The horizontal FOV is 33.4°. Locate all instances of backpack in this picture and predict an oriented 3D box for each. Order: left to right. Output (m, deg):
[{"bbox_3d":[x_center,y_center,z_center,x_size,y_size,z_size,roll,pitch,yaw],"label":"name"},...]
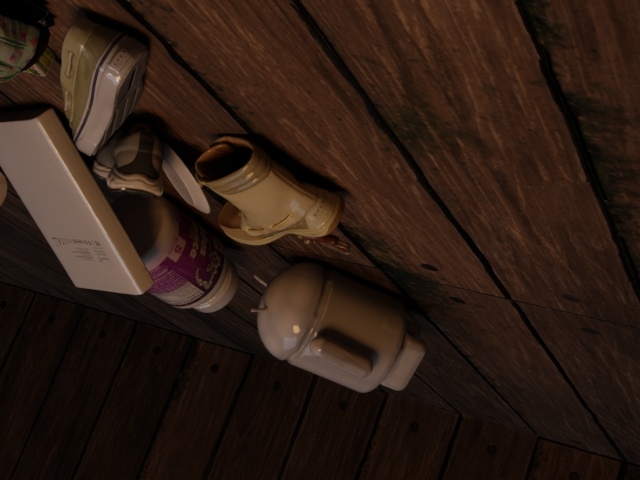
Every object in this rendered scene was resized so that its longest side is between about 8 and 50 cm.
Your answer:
[{"bbox_3d":[-0.424,-0.253,1.280,0.151,0.115,0.182,13,-174,9],"label":"backpack"}]

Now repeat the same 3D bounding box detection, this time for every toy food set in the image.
[{"bbox_3d":[0.000,0.000,1.865,0.122,0.019,0.078,23,165,-10],"label":"toy food set"}]

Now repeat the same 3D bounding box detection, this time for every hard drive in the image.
[{"bbox_3d":[-0.445,-0.065,1.853,0.233,0.047,0.353,3,128,48],"label":"hard drive"}]

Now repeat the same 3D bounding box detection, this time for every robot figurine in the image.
[{"bbox_3d":[0.027,0.167,2.071,0.353,0.200,0.300,24,-166,-14],"label":"robot figurine"}]

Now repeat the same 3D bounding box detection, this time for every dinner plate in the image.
[{"bbox_3d":[-0.221,-0.097,1.685,0.141,0.017,0.141,49,164,20],"label":"dinner plate"}]

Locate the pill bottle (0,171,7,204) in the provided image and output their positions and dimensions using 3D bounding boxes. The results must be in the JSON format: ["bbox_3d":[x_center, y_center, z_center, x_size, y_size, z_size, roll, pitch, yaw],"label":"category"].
[{"bbox_3d":[-0.774,-0.123,2.267,0.216,0.121,0.121,12,163,31],"label":"pill bottle"}]

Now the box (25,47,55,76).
[{"bbox_3d":[-0.479,-0.287,1.455,0.206,0.036,0.114,16,164,18],"label":"box"}]

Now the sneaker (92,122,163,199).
[{"bbox_3d":[-0.290,-0.132,1.662,0.100,0.108,0.271,10,-174,-21],"label":"sneaker"}]

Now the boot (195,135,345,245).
[{"bbox_3d":[-0.117,-0.074,1.612,0.203,0.095,0.262,31,160,-37],"label":"boot"}]

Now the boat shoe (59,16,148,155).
[{"bbox_3d":[-0.296,-0.207,1.412,0.094,0.109,0.302,37,154,-4],"label":"boat shoe"}]

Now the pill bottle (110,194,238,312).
[{"bbox_3d":[-0.285,0.033,2.077,0.169,0.169,0.301,11,163,31],"label":"pill bottle"}]
